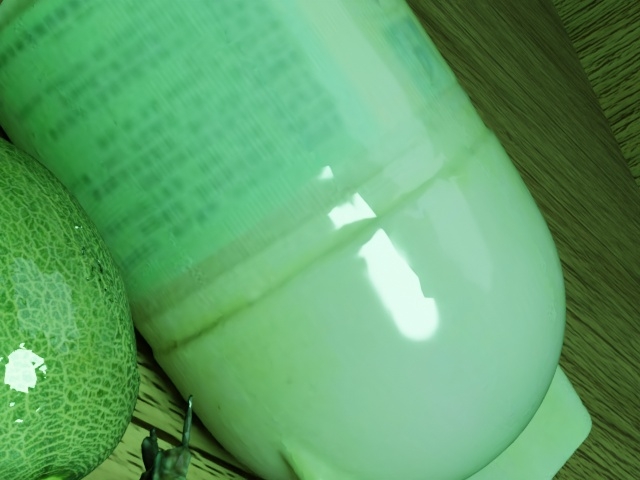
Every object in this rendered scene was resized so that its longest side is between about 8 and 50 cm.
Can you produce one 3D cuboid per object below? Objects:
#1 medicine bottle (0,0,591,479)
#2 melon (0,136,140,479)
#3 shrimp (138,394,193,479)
[{"bbox_3d":[0.000,0.000,0.934,0.406,0.236,0.236,56,19,-4],"label":"medicine bottle"},{"bbox_3d":[-0.147,0.037,0.667,0.192,0.139,0.139,61,19,20],"label":"melon"},{"bbox_3d":[-0.073,0.223,0.543,0.166,0.221,0.410,30,42,-2],"label":"shrimp"}]
